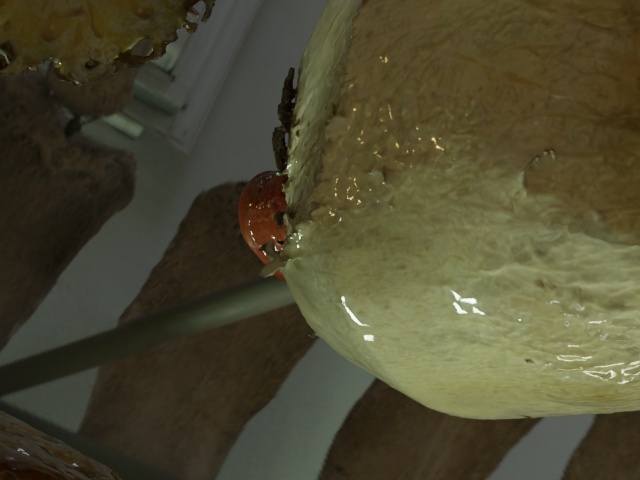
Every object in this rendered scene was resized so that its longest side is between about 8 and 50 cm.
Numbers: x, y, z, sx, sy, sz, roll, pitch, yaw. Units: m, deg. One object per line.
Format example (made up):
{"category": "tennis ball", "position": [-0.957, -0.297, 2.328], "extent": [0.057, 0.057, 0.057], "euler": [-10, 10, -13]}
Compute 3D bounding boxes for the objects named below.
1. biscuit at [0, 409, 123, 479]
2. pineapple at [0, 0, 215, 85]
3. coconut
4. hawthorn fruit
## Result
{"category": "biscuit", "position": [-0.215, 0.129, 0.640], "extent": [0.220, 0.220, 0.066], "euler": [30, -102, -12]}
{"category": "pineapple", "position": [-0.204, -0.280, 0.814], "extent": [0.263, 0.271, 0.262], "euler": [-8, -62, -15]}
{"category": "coconut", "position": [0.157, -0.061, 0.682], "extent": [0.346, 0.360, 0.346], "euler": [28, -125, -51]}
{"category": "hawthorn fruit", "position": [-0.006, -0.014, 0.921], "extent": [0.125, 0.125, 0.140], "euler": [12, -117, -20]}
